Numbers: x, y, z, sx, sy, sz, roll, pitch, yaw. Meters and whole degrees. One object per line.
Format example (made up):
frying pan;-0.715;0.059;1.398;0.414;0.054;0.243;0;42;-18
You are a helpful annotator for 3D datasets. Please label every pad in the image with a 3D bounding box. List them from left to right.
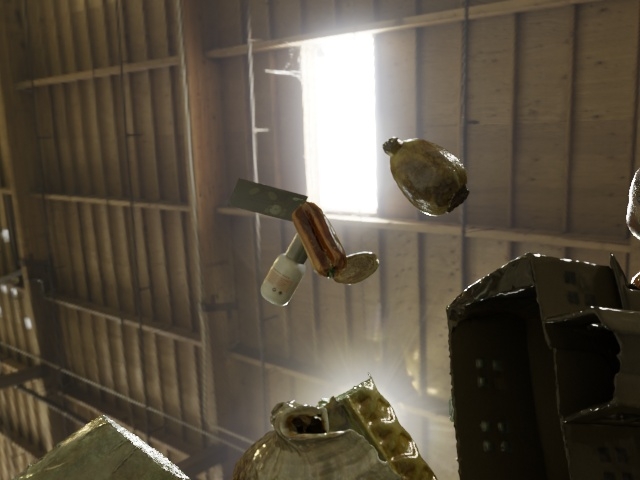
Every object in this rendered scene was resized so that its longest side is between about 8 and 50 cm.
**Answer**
pad;-0.140;-0.104;1.625;0.127;0.190;0.004;122;-22;-53

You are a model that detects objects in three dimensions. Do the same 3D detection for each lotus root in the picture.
lotus root;0.225;-0.148;1.321;0.214;0.138;0.138;45;-54;1

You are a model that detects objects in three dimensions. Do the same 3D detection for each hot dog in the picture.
hot dog;0.000;0.000;1.230;0.072;0.055;0.188;-30;-116;10

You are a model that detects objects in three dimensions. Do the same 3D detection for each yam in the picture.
yam;-0.248;0.289;0.568;0.161;0.268;0.161;40;-26;24

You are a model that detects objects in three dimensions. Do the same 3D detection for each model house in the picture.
model house;0.265;0.125;0.511;0.204;0.243;0.211;135;-41;-58

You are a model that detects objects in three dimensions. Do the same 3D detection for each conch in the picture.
conch;0.008;0.181;0.444;0.155;0.130;0.207;9;-51;6

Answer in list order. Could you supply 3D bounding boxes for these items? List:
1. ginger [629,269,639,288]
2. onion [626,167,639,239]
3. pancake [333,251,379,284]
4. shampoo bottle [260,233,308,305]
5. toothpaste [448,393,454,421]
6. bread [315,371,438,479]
ginger;0.633;0.217;1.088;0.274;0.152;0.357;-45;-130;27
onion;0.650;-0.071;0.992;0.272;0.195;0.272;-45;-153;30
pancake;0.080;0.062;1.376;0.115;0.115;0.011;8;-45;40
shampoo bottle;-0.064;0.053;1.379;0.074;0.074;0.192;34;-82;32
toothpaste;0.356;0.299;1.381;0.081;0.067;0.336;4;-48;4
bread;0.090;0.308;0.777;0.269;0.098;0.087;58;-37;10
